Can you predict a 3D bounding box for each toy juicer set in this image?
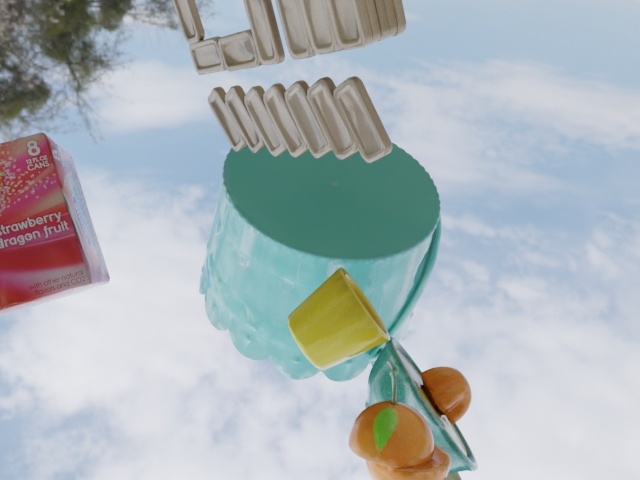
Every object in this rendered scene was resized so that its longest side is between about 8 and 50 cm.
[{"bbox_3d":[0.106,0.172,0.570,0.090,0.329,0.209,-35,-135,5],"label":"toy juicer set"}]

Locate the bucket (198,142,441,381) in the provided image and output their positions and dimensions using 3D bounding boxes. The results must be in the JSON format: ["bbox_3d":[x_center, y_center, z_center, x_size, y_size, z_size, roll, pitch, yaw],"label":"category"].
[{"bbox_3d":[0.000,0.000,0.776,0.282,0.183,0.281,8,-137,-7],"label":"bucket"}]

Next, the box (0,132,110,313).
[{"bbox_3d":[-0.321,0.013,0.542,0.257,0.128,0.123,-17,180,-11],"label":"box"}]

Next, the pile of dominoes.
[{"bbox_3d":[-0.034,-0.163,0.524,0.040,0.195,0.251,-27,-158,-29],"label":"pile of dominoes"}]
